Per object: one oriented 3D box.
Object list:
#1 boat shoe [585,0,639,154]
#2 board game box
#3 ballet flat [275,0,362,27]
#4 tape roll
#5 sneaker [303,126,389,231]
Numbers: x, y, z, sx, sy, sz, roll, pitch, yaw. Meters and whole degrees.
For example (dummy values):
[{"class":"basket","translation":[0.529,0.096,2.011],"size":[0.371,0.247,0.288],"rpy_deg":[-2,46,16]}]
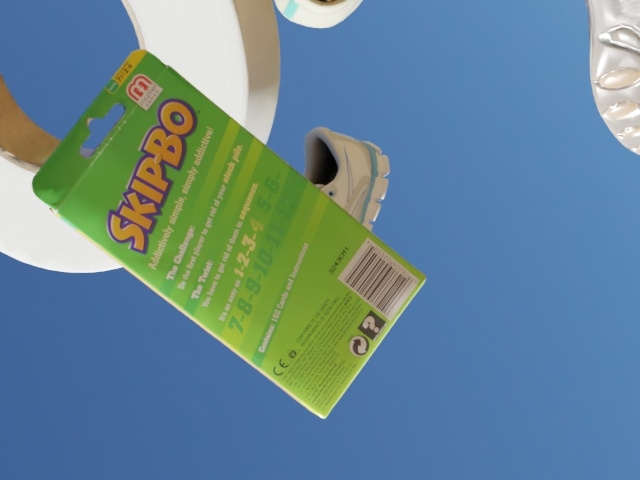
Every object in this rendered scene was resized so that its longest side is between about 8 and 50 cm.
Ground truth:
[{"class":"boat shoe","translation":[0.260,-0.206,1.222],"size":[0.355,0.132,0.130],"rpy_deg":[65,-155,-48]},{"class":"board game box","translation":[-0.061,-0.004,1.082],"size":[0.259,0.124,0.039],"rpy_deg":[39,171,-19]},{"class":"ballet flat","translation":[0.042,-0.241,0.946],"size":[0.086,0.248,0.086],"rpy_deg":[26,-175,-2]},{"class":"tape roll","translation":[-0.222,-0.163,1.377],"size":[0.392,0.392,0.072],"rpy_deg":[56,-150,-2]},{"class":"sneaker","translation":[0.000,0.000,1.236],"size":[0.083,0.071,0.190],"rpy_deg":[28,-122,-48]}]
